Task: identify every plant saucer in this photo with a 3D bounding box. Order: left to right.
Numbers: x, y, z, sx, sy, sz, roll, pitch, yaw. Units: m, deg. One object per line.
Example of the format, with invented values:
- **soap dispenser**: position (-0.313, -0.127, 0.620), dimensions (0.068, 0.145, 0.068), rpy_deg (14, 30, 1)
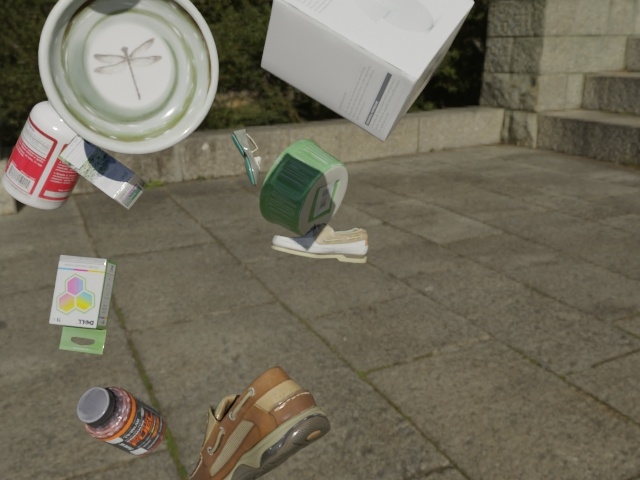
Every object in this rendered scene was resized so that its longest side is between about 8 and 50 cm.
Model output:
- **plant saucer**: position (-0.442, -0.406, 1.411), dimensions (0.400, 0.401, 0.100), rpy_deg (-10, 21, -25)

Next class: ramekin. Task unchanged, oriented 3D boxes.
- **ramekin**: position (-0.044, -0.160, 1.953), dimensions (0.148, 0.303, 0.303), rpy_deg (31, 31, 23)

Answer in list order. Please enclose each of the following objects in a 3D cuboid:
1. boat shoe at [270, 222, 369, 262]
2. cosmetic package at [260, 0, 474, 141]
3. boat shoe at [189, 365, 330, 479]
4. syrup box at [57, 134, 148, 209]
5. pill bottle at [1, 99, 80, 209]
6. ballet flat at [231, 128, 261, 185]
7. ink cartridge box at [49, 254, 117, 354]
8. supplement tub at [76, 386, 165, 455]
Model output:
- **boat shoe**: position (0.000, 0.000, 1.763), dimensions (0.302, 0.103, 0.113), rpy_deg (6, 4, -26)
- **cosmetic package**: position (0.068, -0.307, 0.902), dimensions (0.224, 0.138, 0.224), rpy_deg (33, 56, 5)
- **boat shoe**: position (-0.104, 0.277, 0.864), dimensions (0.122, 0.324, 0.120), rpy_deg (-14, 65, -45)
- **syrup box**: position (-0.617, -0.196, 1.715), dimensions (0.236, 0.093, 0.096), rpy_deg (34, -10, 16)
- **pill bottle**: position (-0.911, -0.325, 2.077), dimensions (0.229, 0.408, 0.229), rpy_deg (31, 21, -13)
- **ballet flat**: position (-0.241, -0.292, 2.085), dimensions (0.068, 0.213, 0.072), rpy_deg (-21, -12, -17)
- **ink cartridge box**: position (-0.528, 0.142, 1.335), dimensions (0.108, 0.209, 0.062), rpy_deg (5, -9, 6)
- **supplement tub**: position (-0.402, 0.360, 1.214), dimensions (0.106, 0.198, 0.106), rpy_deg (-9, 57, 14)
